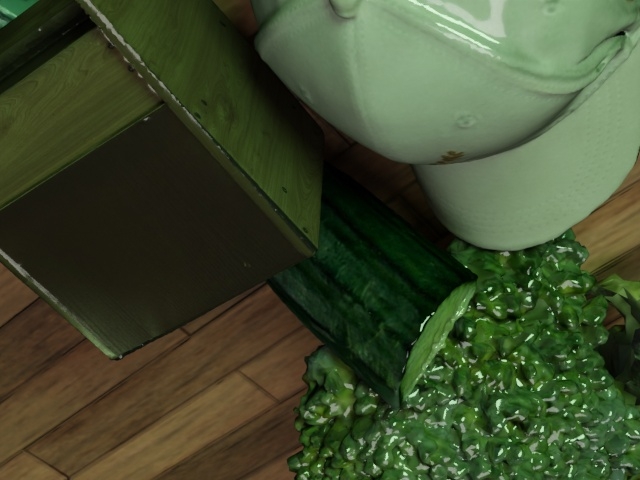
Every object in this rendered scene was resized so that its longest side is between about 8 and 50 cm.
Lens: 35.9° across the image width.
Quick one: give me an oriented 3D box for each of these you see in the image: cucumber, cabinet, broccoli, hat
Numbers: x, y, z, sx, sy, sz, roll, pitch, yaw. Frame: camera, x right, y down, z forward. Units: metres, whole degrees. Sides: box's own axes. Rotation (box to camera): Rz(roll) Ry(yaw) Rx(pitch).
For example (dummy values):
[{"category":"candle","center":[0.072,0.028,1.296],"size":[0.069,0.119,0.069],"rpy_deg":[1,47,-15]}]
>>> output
[{"category":"cucumber","center":[0.000,0.000,0.733],"size":[0.115,0.244,0.063],"rpy_deg":[-47,154,-9]},{"category":"cabinet","center":[-0.130,-0.070,0.642],"size":[0.174,0.148,0.215],"rpy_deg":[-29,122,22]},{"category":"broccoli","center":[0.144,0.154,0.821],"size":[0.324,0.272,0.334],"rpy_deg":[-36,107,19]},{"category":"hat","center":[0.077,-0.086,0.641],"size":[0.257,0.168,0.301],"rpy_deg":[14,145,32]}]

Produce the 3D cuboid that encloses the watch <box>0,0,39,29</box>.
[{"category":"watch","center":[-0.176,-0.223,0.650],"size":[0.237,0.068,0.195],"rpy_deg":[18,128,-19]}]
